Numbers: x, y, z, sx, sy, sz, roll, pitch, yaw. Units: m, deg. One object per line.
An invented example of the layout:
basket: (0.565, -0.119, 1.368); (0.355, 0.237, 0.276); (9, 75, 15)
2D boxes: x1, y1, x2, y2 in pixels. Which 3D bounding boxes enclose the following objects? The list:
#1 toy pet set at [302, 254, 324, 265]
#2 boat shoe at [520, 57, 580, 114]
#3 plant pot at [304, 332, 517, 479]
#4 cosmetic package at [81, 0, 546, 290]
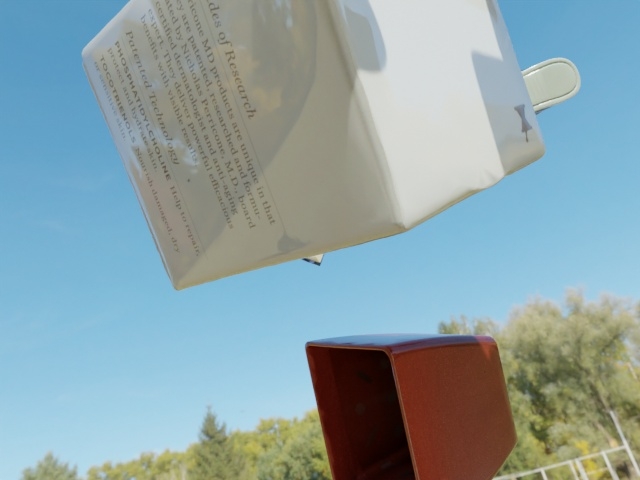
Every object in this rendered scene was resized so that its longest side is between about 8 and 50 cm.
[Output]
toy pet set: (0.000, 0.000, 1.351); (0.122, 0.114, 0.065); (21, -7, -14)
boat shoe: (0.334, -0.258, 1.062); (0.302, 0.115, 0.091); (-12, -4, -17)
plant pot: (0.158, 0.268, 0.936); (0.235, 0.268, 0.267); (-12, -2, -29)
cosmetic package: (-0.011, -0.166, 0.701); (0.393, 0.328, 0.329); (-16, 7, 44)
